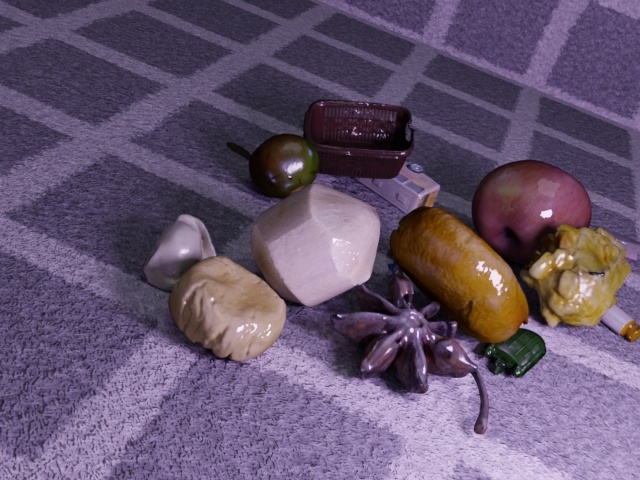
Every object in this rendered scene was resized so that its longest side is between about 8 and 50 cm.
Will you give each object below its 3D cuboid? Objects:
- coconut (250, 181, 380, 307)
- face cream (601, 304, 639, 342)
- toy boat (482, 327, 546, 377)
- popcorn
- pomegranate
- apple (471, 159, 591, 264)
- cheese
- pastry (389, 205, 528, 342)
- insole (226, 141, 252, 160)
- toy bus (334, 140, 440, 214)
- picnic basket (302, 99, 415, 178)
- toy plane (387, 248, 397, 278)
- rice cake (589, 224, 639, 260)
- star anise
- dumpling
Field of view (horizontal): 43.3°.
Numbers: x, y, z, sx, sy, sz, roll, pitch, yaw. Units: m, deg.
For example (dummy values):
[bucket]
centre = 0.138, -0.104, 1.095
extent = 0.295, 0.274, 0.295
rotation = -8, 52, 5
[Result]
[coconut]
centre = 0.000, 0.000, 1.667
extent = 0.266, 0.237, 0.237
rotation = -25, 33, 9
[face cream]
centre = 0.730, 0.184, 2.036
extent = 0.072, 0.051, 0.182
rotation = -7, 39, -40
[toy boat]
centre = 0.435, 0.239, 1.774
extent = 0.104, 0.052, 0.210
rotation = 32, 31, 25
[popcorn]
centre = 0.617, 0.086, 1.941
extent = 0.252, 0.215, 0.286
rotation = 54, 47, -7
[pomegranate]
centre = -0.081, -0.166, 2.038
extent = 0.180, 0.180, 0.209
rotation = -24, 89, -50
[apple]
centre = 0.552, -0.069, 2.124
extent = 0.306, 0.305, 0.235
rotation = 32, 56, 20
[cheese]
centre = -0.170, 0.128, 1.537
extent = 0.214, 0.117, 0.226
rotation = 38, 29, 17
[pastry]
centre = 0.295, 0.075, 1.723
extent = 0.356, 0.164, 0.356
rotation = 49, -1, 1
[insole]
centre = -0.208, -0.238, 2.214
extent = 0.135, 0.002, 0.045
rotation = 38, 35, 28
[toy bus]
centre = 0.174, -0.195, 2.286
extent = 0.343, 0.097, 0.138
rotation = 36, 41, 23
[picnic basket]
centre = 0.099, -0.267, 2.183
extent = 0.297, 0.129, 0.222
rotation = 4, 49, -1
[toy plane]
centre = 0.195, 0.042, 1.960
extent = 0.062, 0.054, 0.167
rotation = 49, 32, -2
[rice cake]
centre = 0.793, -0.018, 2.396
extent = 0.365, 0.056, 0.072
rotation = 18, 25, -3
[star anise]
centre = 0.167, 0.214, 1.603
extent = 0.316, 0.139, 0.359
rotation = 7, 47, -7
[dumpling]
centre = -0.273, 0.029, 1.653
extent = 0.134, 0.099, 0.169
rotation = 31, 31, -6
